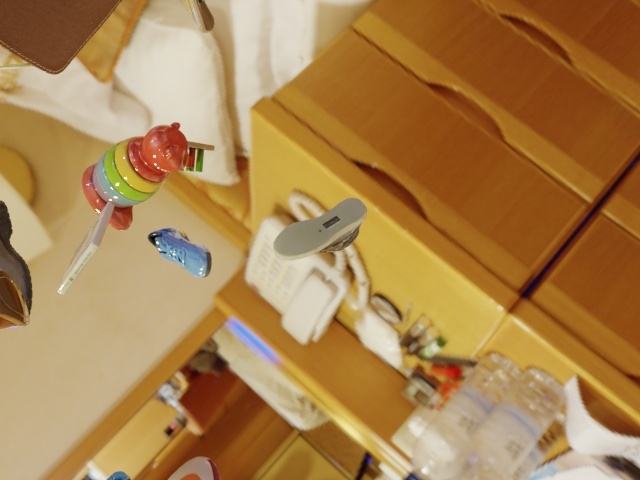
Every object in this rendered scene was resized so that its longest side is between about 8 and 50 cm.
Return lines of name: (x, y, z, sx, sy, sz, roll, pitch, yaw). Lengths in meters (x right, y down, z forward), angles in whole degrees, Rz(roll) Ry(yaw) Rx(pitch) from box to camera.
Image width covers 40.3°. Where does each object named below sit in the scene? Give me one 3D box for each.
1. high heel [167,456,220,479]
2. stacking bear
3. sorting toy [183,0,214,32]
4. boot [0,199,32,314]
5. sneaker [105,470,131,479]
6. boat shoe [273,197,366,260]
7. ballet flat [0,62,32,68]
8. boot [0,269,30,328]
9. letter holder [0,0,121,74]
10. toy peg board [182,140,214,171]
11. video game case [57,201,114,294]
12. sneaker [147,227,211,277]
high heel: (-0.196, 0.512, 1.283, 0.127, 0.377, 0.181, 11, 166, 28)
stacking bear: (-0.423, -0.176, 2.075, 0.289, 0.175, 0.164, -29, 125, 36)
sorting toy: (-0.214, -0.419, 1.060, 0.307, 0.041, 0.229, 62, -179, 3)
boot: (-0.589, 0.039, 1.458, 0.083, 0.161, 0.246, -46, 62, 40)
sneaker: (-0.506, 0.515, 1.627, 0.340, 0.140, 0.125, 0, -166, -43)
boat shoe: (0.000, 0.000, 1.491, 0.065, 0.183, 0.083, 52, 156, 25)
ballet flat: (-0.745, -0.443, 1.891, 0.400, 0.139, 0.139, 6, 177, -26)
boot: (-0.447, 0.097, 1.042, 0.197, 0.152, 0.073, 48, -163, -80)
letter holder: (-0.361, -0.351, 0.965, 0.152, 0.214, 0.302, 34, 175, 25)
toy peg board: (-0.406, -0.235, 2.413, 0.161, 0.079, 0.160, 5, -178, 33)
video game case: (-0.466, 0.014, 1.736, 0.019, 0.143, 0.157, 32, -153, -19)
sneaker: (-0.303, 0.027, 1.856, 0.082, 0.069, 0.209, 4, -163, -37)
